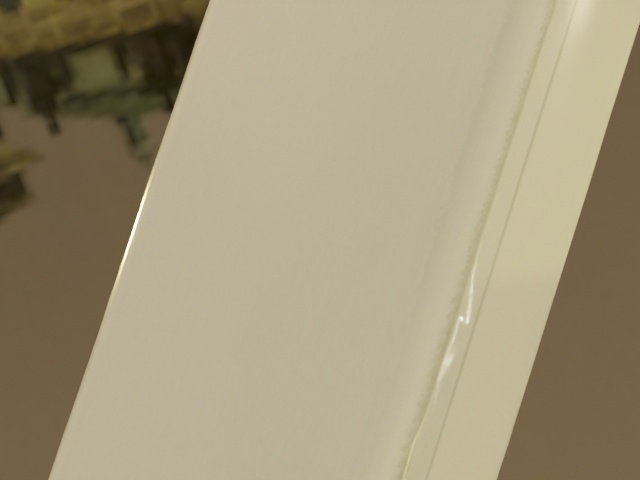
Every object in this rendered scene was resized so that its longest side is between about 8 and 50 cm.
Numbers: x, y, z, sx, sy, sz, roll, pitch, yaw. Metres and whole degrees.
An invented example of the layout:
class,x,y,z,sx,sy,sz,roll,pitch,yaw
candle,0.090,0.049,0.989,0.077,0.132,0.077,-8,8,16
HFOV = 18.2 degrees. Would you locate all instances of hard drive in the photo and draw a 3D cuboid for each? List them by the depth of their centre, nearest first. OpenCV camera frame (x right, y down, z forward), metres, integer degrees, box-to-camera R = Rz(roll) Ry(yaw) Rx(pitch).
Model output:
class,x,y,z,sx,sy,sz,roll,pitch,yaw
hard drive,0.000,0.000,0.680,0.047,0.353,0.233,20,176,-29
